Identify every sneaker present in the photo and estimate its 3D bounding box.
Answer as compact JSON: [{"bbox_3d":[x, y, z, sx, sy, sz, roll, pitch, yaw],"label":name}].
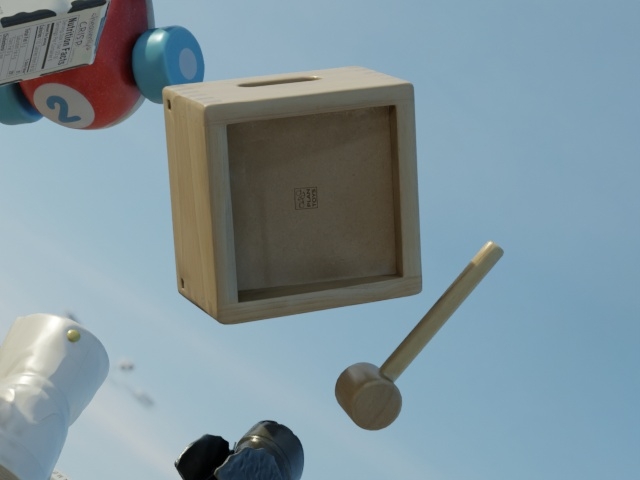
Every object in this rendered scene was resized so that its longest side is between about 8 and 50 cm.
[{"bbox_3d":[-0.247,0.163,1.480,0.108,0.169,0.292,33,-33,-8],"label":"sneaker"},{"bbox_3d":[-0.046,0.169,1.046,0.051,0.089,0.170,16,-54,21],"label":"sneaker"}]

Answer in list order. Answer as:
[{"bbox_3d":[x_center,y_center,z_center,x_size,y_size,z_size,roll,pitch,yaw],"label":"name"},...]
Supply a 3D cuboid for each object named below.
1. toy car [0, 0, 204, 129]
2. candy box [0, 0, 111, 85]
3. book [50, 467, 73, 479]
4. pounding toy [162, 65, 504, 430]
[{"bbox_3d":[-0.262,-0.211,1.673,0.219,0.210,0.238,-5,-4,30],"label":"toy car"},{"bbox_3d":[-0.276,-0.168,1.190,0.159,0.233,0.071,58,-32,22],"label":"candy box"},{"bbox_3d":[-0.216,0.264,1.604,0.144,0.096,0.035,30,18,25],"label":"book"},{"bbox_3d":[0.009,0.004,1.094,0.094,0.181,0.206,-151,-125,-65],"label":"pounding toy"}]
